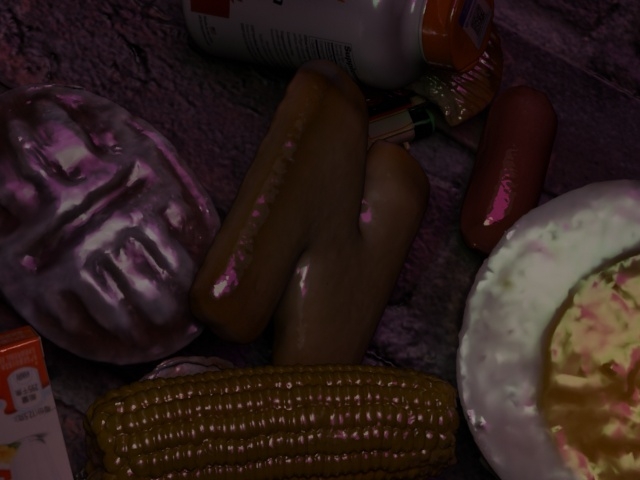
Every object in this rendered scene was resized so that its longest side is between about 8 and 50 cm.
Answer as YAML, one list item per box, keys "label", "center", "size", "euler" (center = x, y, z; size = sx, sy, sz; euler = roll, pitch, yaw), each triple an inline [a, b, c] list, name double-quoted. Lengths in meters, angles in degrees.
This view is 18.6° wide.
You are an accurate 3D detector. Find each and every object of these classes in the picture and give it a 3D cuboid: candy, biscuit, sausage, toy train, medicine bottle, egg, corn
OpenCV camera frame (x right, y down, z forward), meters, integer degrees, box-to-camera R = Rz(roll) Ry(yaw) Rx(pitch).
- label: "candy"
  center: [-0.215, -0.012, 1.840]
  size: [0.214, 0.157, 0.289]
  euler: [-39, 87, -7]
- label: "biscuit"
  center: [0.000, 0.000, 1.856]
  size: [0.062, 0.237, 0.290]
  euler: [6, 59, 39]
- label: "sausage"
  center: [0.191, -0.070, 1.985]
  size: [0.077, 0.077, 0.194]
  euler: [18, 67, -4]
- label: "toy train"
  center: [0.056, -0.121, 1.991]
  size: [0.138, 0.050, 0.087]
  euler: [-21, 79, -19]
- label: "biscuit"
  center: [0.104, -0.225, 2.017]
  size: [0.228, 0.031, 0.176]
  euler: [44, 46, 10]
- label: "medicine bottle"
  center: [0.020, -0.235, 1.908]
  size: [0.289, 0.157, 0.157]
  euler: [13, 64, 27]
- label: "egg"
  center: [0.284, 0.121, 1.860]
  size: [0.337, 0.201, 0.337]
  euler: [-1, 80, 5]
- label: "corn"
  center: [-0.042, 0.177, 1.759]
  size: [0.344, 0.131, 0.131]
  euler: [-3, 70, -19]

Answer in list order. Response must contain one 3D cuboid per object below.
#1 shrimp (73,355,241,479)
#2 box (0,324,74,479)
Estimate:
- label: "shrimp"
  center: [-0.164, 0.177, 1.806]
  size: [0.223, 0.126, 0.047]
  euler: [-26, 36, -14]
- label: "box"
  center: [-0.348, 0.236, 1.705]
  size: [0.273, 0.048, 0.265]
  euler: [-18, 110, -17]
